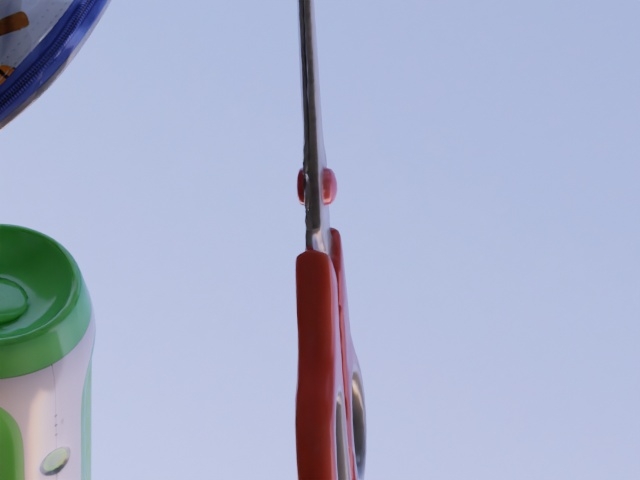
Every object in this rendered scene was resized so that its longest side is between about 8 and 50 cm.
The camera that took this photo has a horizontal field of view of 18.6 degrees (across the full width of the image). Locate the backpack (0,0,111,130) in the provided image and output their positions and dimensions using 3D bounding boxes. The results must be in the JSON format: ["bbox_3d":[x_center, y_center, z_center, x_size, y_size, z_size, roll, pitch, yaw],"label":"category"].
[{"bbox_3d":[-0.211,-0.127,0.842,0.213,0.263,0.276,43,-57,-11],"label":"backpack"}]

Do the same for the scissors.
[{"bbox_3d":[0.000,0.000,0.757,0.021,0.109,0.297,1,-61,9],"label":"scissors"}]

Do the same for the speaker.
[{"bbox_3d":[-0.211,0.131,1.292,0.131,0.131,0.296,24,-44,18],"label":"speaker"}]
